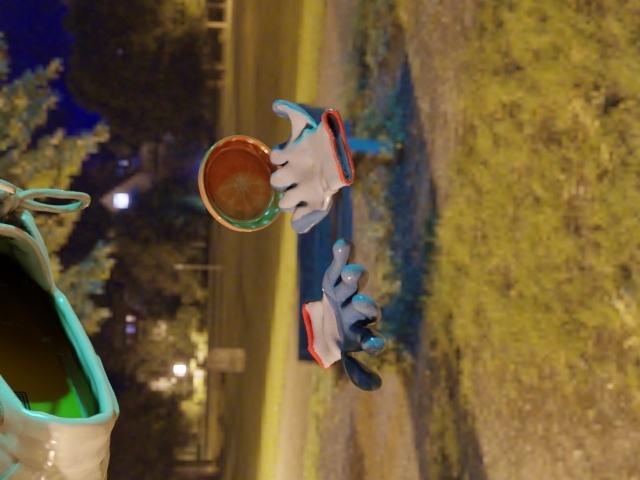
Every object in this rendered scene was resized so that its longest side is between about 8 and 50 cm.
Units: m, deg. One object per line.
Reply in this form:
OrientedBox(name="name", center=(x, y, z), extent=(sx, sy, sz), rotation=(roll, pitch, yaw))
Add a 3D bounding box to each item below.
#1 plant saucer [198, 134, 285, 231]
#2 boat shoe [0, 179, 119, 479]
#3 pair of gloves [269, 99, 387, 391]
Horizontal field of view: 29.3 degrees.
OrientedBox(name="plant saucer", center=(-0.067, -0.048, 1.046), extent=(0.013, 0.084, 0.083), rotation=(-16, 71, 56))
OrientedBox(name="boat shoe", center=(-0.215, 0.020, 0.786), extent=(0.367, 0.136, 0.156), rotation=(56, 132, 46))
OrientedBox(name="pair of gloves", center=(0.000, 0.000, 0.777), extent=(0.159, 0.023, 0.198), rotation=(149, 108, -74))
